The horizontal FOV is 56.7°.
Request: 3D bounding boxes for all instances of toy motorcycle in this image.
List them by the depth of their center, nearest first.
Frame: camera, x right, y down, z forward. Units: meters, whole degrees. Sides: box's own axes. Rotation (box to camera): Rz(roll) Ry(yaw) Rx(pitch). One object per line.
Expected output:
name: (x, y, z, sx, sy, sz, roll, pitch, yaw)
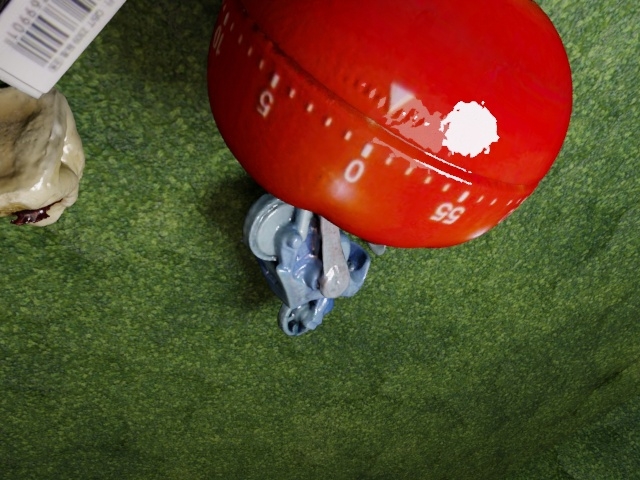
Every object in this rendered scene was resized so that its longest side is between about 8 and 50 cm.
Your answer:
toy motorcycle: (0.012, 0.014, 0.949, 0.241, 0.182, 0.319, -16, 137, -1)

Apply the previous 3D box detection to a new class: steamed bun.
steamed bun: (-0.370, -0.089, 0.750, 0.141, 0.172, 0.155, -4, 155, 0)

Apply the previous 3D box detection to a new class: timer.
timer: (0.076, -0.173, 0.626, 0.378, 0.378, 0.279, 14, 126, -30)

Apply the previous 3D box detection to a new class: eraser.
eraser: (-0.235, -0.282, 0.595, 0.279, 0.124, 0.081, -38, 135, 22)
